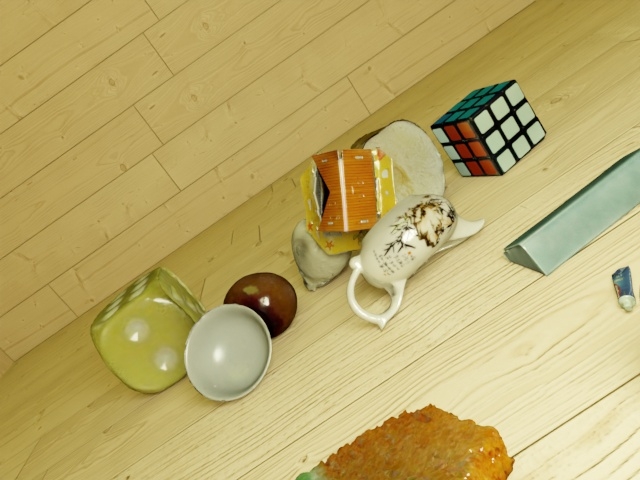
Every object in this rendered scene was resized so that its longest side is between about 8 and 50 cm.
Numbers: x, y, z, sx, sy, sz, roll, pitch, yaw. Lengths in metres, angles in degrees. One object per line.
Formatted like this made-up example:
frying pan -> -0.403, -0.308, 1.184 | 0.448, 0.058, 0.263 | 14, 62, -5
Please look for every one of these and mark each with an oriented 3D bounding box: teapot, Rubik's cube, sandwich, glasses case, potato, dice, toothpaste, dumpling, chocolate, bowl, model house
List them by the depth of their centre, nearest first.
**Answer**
sandwich -> 0.087, 0.257, 0.504 | 0.212, 0.109, 0.292 | -39, 17, -13
toothpaste -> 0.373, 0.059, 0.653 | 0.027, 0.019, 0.083 | -53, 2, 37
glasses case -> 0.411, -0.055, 0.830 | 0.266, 0.056, 0.105 | -36, 17, -5
teapot -> 0.157, 0.025, 0.978 | 0.299, 0.166, 0.208 | -50, 3, -16
model house -> 0.038, -0.074, 1.043 | 0.208, 0.219, 0.136 | -2, 3, 19
bowl -> -0.171, 0.228, 1.069 | 0.189, 0.189, 0.086 | -33, -25, 5
chocolate -> -0.127, 0.136, 1.172 | 0.177, 0.176, 0.176 | -32, 17, 11
dumpling -> 0.000, 0.000, 1.239 | 0.172, 0.142, 0.247 | -82, 15, -49
Rubik's cube -> 0.390, -0.255, 1.242 | 0.162, 0.163, 0.161 | -43, 18, -12
potato -> 0.145, -0.126, 1.257 | 0.196, 0.246, 0.300 | -37, 6, 48
dice -> -0.418, 0.225, 1.351 | 0.227, 0.233, 0.238 | -37, 16, -3
